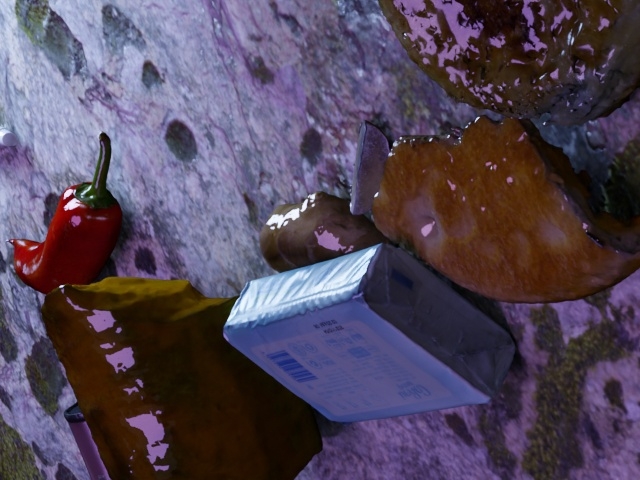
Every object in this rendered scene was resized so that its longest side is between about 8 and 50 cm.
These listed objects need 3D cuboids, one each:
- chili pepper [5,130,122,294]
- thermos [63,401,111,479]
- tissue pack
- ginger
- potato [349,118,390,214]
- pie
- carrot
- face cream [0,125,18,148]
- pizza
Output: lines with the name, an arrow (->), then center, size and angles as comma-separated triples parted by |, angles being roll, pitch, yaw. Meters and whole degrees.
chili pepper -> -0.321, -0.001, 2.304 | 0.368, 0.092, 0.137 | -37, 70, 55
thermos -> -0.202, 0.344, 2.371 | 0.109, 0.136, 0.330 | -143, 32, -80
tissue pack -> 0.044, 0.093, 1.804 | 0.177, 0.089, 0.263 | 38, 152, -20
ginger -> 0.002, 0.001, 1.863 | 0.095, 0.069, 0.190 | 41, 155, -26
potato -> 0.051, -0.071, 1.782 | 0.037, 0.036, 0.093 | -101, 18, -72
pie -> 0.138, -0.244, 1.472 | 0.355, 0.103, 0.288 | 32, 141, 37
carrot -> -0.143, 0.157, 2.015 | 0.241, 0.241, 0.340 | -1, 113, 55
face cream -> -0.432, -0.137, 2.411 | 0.130, 0.034, 0.034 | 13, 122, 49
pizza -> 0.158, -0.029, 1.617 | 0.365, 0.074, 0.182 | -1, 114, 58
